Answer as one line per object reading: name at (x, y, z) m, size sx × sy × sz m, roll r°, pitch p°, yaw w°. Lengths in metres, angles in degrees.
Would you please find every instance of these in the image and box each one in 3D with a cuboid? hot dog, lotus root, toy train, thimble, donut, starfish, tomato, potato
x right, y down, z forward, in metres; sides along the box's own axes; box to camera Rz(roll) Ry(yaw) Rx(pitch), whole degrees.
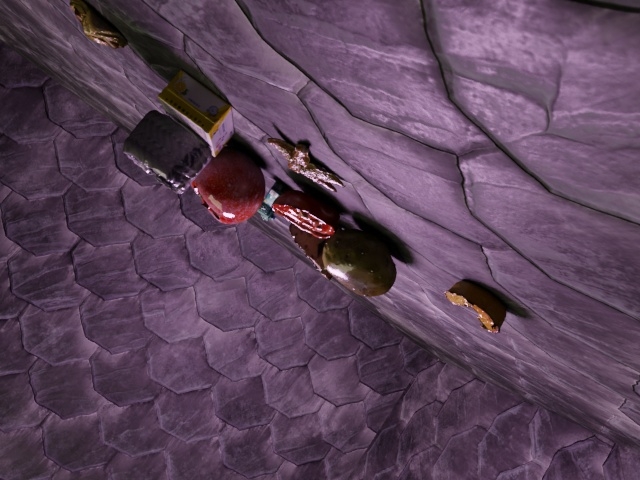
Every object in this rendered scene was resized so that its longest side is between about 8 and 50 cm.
hot dog at (-0.592, -0.559, 1.379) m, size 0.169 × 0.061 × 0.078 m, roll 39°, pitch 169°, yaw -26°
lotus root at (0.000, 0.000, 1.830) m, size 0.261 × 0.170 × 0.074 m, roll 42°, pitch 170°, yaw 33°
toy train at (-0.278, -0.155, 2.397) m, size 0.172 × 0.070 × 0.099 m, roll 34°, pitch 165°, yaw 13°
thimble at (-0.440, -0.250, 1.513) m, size 0.246 × 0.157 × 0.217 m, roll 29°, pitch 171°, yaw 35°
donut at (0.433, 0.175, 1.440) m, size 0.181 × 0.078 × 0.146 m, roll 39°, pitch 172°, yaw 15°
starfish at (-0.043, -0.193, 1.353) m, size 0.227 × 0.043 × 0.240 m, roll 37°, pitch 174°, yaw -9°
tomato at (-0.303, -0.189, 1.752) m, size 0.270 × 0.227 × 0.270 m, roll 48°, pitch 163°, yaw 20°
potato at (0.136, 0.075, 1.660) m, size 0.210 × 0.173 × 0.307 m, roll -6°, pitch 151°, yaw 26°
tomato at (-0.031, -0.096, 1.665) m, size 0.228 × 0.101 × 0.228 m, roll 26°, pitch 169°, yaw 5°

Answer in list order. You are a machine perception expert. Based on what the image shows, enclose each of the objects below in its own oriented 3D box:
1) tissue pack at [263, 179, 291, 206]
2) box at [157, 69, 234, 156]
tissue pack at (-0.128, -0.148, 1.833) m, size 0.111 × 0.079 × 0.085 m, roll 34°, pitch 136°, yaw -5°
box at (-0.336, -0.343, 1.459) m, size 0.168 × 0.097 × 0.265 m, roll 35°, pitch 172°, yaw -2°
